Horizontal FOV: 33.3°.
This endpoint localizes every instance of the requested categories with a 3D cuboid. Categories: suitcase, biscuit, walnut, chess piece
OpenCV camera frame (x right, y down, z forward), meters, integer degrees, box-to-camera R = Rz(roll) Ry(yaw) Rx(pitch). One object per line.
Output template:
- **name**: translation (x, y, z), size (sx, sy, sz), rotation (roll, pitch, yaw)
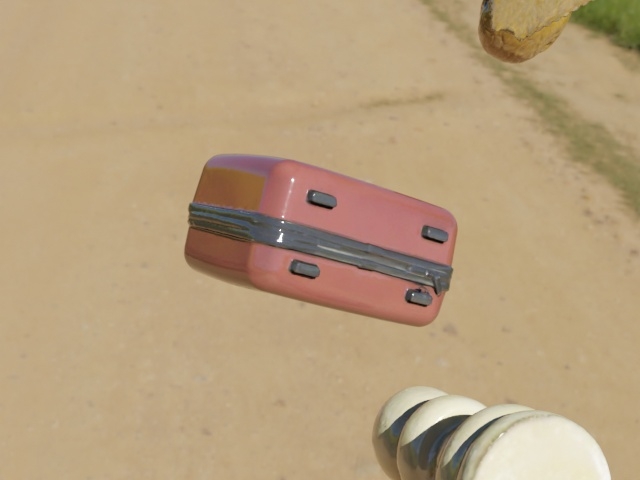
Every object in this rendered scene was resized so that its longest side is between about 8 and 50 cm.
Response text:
- **suitcase**: translation (0.000, 0.000, 1.323), size (0.297, 0.161, 0.236), rotation (15, -2, -34)
- **biscuit**: translation (0.308, -0.361, 1.344), size (0.013, 0.232, 0.236), rotation (38, 41, -33)
- **walnut**: translation (0.385, -0.431, 2.030), size (0.167, 0.207, 0.167), rotation (11, 56, -18)
- **chess piece**: translation (0.155, 0.232, 1.118), size (0.167, 0.167, 0.300), rotation (0, 4, -19)
